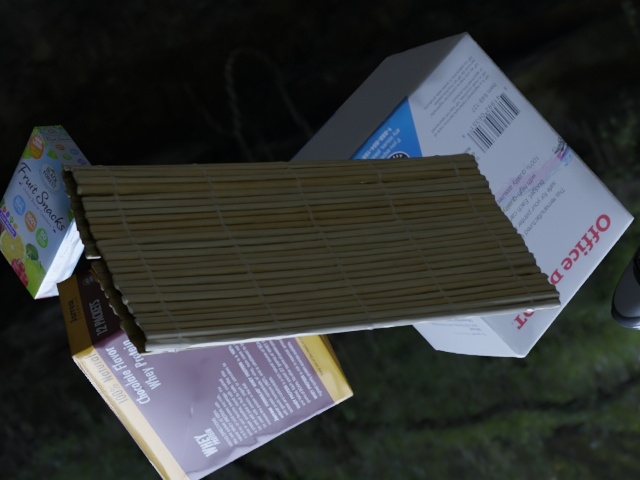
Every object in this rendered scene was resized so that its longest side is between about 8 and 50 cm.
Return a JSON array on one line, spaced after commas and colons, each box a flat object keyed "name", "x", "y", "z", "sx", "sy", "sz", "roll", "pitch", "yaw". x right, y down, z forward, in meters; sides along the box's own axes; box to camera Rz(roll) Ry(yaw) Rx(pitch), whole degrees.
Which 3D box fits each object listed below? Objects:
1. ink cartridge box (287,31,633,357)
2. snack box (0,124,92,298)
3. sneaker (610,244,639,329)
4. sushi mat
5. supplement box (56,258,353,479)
[{"name": "ink cartridge box", "x": 0.116, "y": -0.035, "z": 1.351, "sx": 0.171, "sy": 0.233, "sz": 0.168, "roll": -48, "pitch": -165, "yaw": -16}, {"name": "snack box", "x": -0.267, "y": -0.027, "z": 1.493, "sx": 0.037, "sy": 0.100, "sz": 0.141, "roll": -9, "pitch": 140, "yaw": -47}, {"name": "sneaker", "x": 0.418, "y": -0.006, "z": 1.812, "sx": 0.272, "sy": 0.108, "sz": 0.100, "roll": -60, "pitch": -145, "yaw": 32}, {"name": "sushi mat", "x": 0.000, "y": 0.000, "z": 0.967, "sx": 0.316, "sy": 0.151, "sz": 0.019, "roll": -4, "pitch": 139, "yaw": -33}, {"name": "supplement box", "x": -0.108, "y": 0.090, "z": 1.412, "sx": 0.194, "sy": 0.191, "sz": 0.129, "roll": -29, "pitch": -147, "yaw": 1}]
